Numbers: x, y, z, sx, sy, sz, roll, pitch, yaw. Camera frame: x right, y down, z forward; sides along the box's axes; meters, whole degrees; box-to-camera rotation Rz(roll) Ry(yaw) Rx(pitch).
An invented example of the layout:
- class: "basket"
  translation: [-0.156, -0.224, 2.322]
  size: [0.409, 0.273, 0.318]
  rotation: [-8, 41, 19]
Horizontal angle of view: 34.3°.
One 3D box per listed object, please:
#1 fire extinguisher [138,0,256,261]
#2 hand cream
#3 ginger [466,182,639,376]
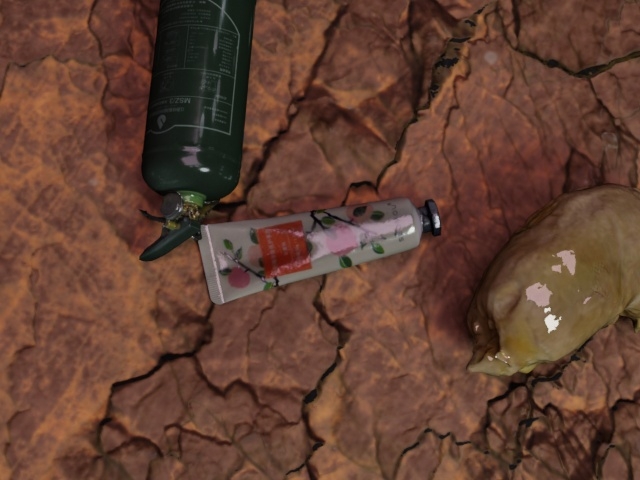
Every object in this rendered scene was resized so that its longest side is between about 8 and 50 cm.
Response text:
- class: "fire extinguisher"
  translation: [-0.123, -0.136, 1.001]
  size: [0.114, 0.095, 0.311]
  rotation: [-6, 74, 31]
- class: "hand cream"
  translation: [0.000, 0.000, 1.008]
  size: [0.234, 0.050, 0.080]
  rotation: [-12, 83, -2]
- class: "ginger"
  translation: [0.238, 0.035, 0.975]
  size: [0.267, 0.138, 0.152]
  rotation: [-22, 86, -15]
